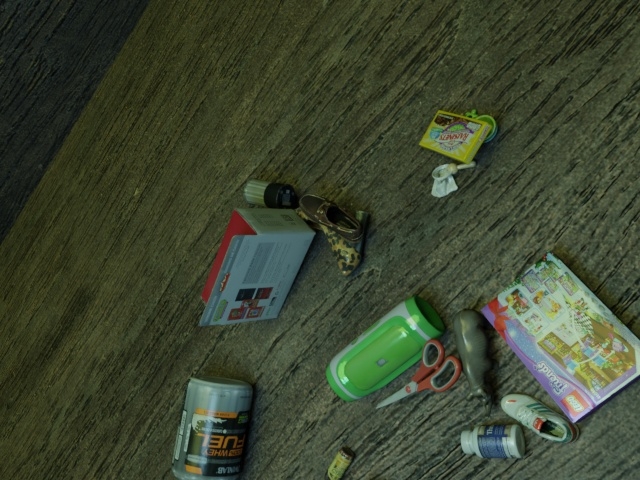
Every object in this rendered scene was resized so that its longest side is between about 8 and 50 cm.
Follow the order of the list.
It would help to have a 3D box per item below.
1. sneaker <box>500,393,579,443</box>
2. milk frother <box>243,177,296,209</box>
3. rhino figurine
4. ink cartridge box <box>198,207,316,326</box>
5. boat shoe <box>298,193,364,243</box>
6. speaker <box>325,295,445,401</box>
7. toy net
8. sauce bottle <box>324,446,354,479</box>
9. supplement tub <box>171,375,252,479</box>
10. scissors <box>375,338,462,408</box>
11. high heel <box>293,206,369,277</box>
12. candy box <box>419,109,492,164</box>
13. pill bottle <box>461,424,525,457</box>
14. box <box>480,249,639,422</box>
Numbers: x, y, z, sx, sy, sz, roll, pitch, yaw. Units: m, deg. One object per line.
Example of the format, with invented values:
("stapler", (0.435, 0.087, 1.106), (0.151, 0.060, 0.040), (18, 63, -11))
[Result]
("sneaker", (0.439, 0.360, 1.141), (0.161, 0.075, 0.057), (24, 93, 38))
("milk frother", (-0.151, -0.101, 1.679), (0.135, 0.129, 0.143), (14, 80, 35))
("rhino figurine", (0.340, 0.261, 1.222), (0.073, 0.106, 0.243), (-17, 68, 33))
("ink cartridge box", (-0.200, 0.071, 1.531), (0.130, 0.272, 0.309), (45, 121, 36))
("boat shoe", (0.027, -0.071, 1.482), (0.207, 0.073, 0.073), (30, 75, 20))
("speaker", (0.152, 0.264, 1.352), (0.296, 0.131, 0.131), (-43, 56, 20))
("toy net", (0.337, -0.217, 1.397), (0.232, 0.045, 0.122), (-53, 53, 13))
("sauce bottle", (0.038, 0.580, 1.404), (0.042, 0.042, 0.128), (34, 100, 38))
("supplement tub", (-0.306, 0.551, 1.574), (0.194, 0.194, 0.315), (1, 79, 37))
("scissors", (0.219, 0.343, 1.287), (0.109, 0.021, 0.297), (55, 130, 33))
("high heel", (0.000, 0.000, 1.555), (0.261, 0.093, 0.186), (6, 75, 29))
("candy box", (0.327, -0.257, 1.380), (0.105, 0.027, 0.206), (-62, 28, 8))
("pill bottle", (0.363, 0.425, 1.185), (0.120, 0.067, 0.067), (-15, 69, 33))
("box", (0.501, 0.192, 1.152), (0.201, 0.057, 0.293), (-45, 55, 17))
